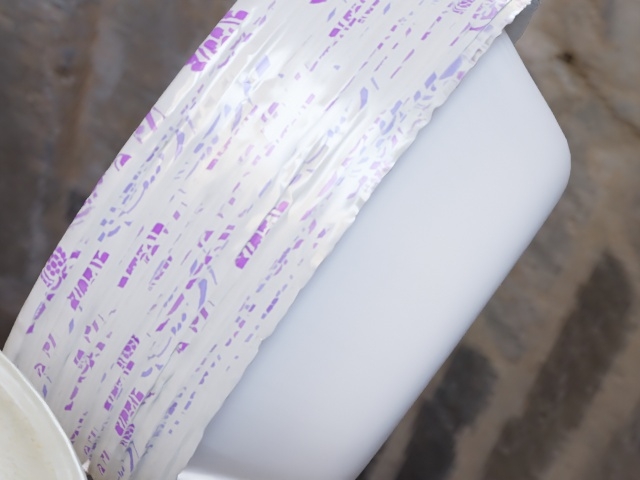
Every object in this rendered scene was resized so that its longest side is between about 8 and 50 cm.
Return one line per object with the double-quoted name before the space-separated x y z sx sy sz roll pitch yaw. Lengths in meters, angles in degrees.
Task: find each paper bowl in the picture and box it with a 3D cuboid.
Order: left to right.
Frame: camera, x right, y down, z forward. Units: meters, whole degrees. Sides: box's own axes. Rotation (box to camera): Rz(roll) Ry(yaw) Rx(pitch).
"paper bowl" 0.000 0.000 0.770 0.284 0.148 0.284 -53 175 -7

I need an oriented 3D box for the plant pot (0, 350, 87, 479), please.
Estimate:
"plant pot" -0.187 0.139 0.472 0.274 0.256 0.256 -48 179 25
